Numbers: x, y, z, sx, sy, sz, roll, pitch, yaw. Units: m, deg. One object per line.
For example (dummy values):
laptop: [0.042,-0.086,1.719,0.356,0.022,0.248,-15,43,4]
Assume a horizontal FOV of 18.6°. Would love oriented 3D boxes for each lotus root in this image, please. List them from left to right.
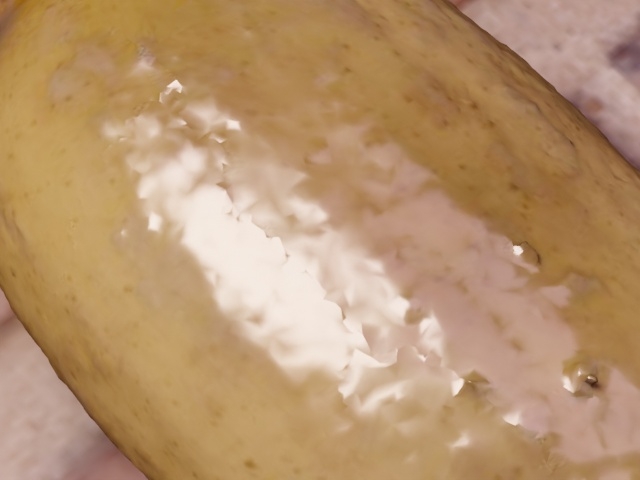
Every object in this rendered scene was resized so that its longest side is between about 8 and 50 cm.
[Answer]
lotus root: [0.000,0.000,0.579,0.169,0.151,0.342,-36,76,-32]
